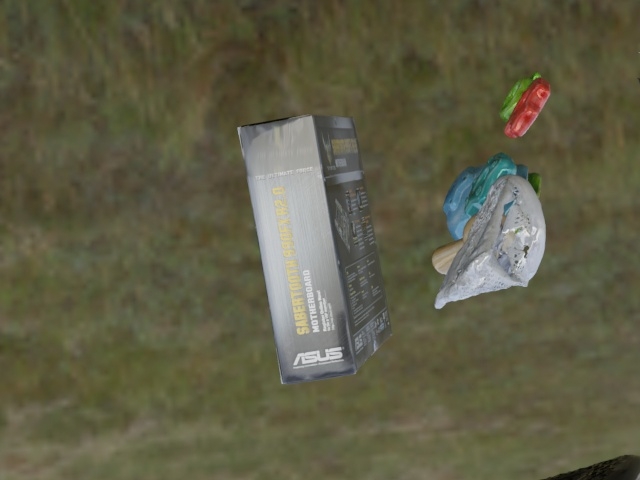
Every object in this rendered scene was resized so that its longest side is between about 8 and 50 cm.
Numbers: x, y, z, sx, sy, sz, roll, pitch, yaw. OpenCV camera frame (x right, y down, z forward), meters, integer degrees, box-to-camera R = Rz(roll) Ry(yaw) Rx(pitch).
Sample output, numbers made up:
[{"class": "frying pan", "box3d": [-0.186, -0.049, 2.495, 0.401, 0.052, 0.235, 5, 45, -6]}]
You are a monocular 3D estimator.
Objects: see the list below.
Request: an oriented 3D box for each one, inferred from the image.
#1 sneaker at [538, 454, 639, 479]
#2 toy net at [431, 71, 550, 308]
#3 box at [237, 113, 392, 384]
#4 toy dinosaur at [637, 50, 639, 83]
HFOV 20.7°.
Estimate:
[{"class": "sneaker", "box3d": [0.047, 0.172, 0.510, 0.116, 0.136, 0.314, -21, -171, 27]}, {"class": "toy net", "box3d": [0.109, -0.022, 0.981, 0.045, 0.122, 0.232, 31, -165, -5]}, {"class": "box", "box3d": [0.000, 0.000, 1.298, 0.056, 0.183, 0.231, -10, -177, 9]}, {"class": "toy dinosaur", "box3d": [0.197, -0.090, 0.860, 0.082, 0.090, 0.047, -19, 129, -7]}]
